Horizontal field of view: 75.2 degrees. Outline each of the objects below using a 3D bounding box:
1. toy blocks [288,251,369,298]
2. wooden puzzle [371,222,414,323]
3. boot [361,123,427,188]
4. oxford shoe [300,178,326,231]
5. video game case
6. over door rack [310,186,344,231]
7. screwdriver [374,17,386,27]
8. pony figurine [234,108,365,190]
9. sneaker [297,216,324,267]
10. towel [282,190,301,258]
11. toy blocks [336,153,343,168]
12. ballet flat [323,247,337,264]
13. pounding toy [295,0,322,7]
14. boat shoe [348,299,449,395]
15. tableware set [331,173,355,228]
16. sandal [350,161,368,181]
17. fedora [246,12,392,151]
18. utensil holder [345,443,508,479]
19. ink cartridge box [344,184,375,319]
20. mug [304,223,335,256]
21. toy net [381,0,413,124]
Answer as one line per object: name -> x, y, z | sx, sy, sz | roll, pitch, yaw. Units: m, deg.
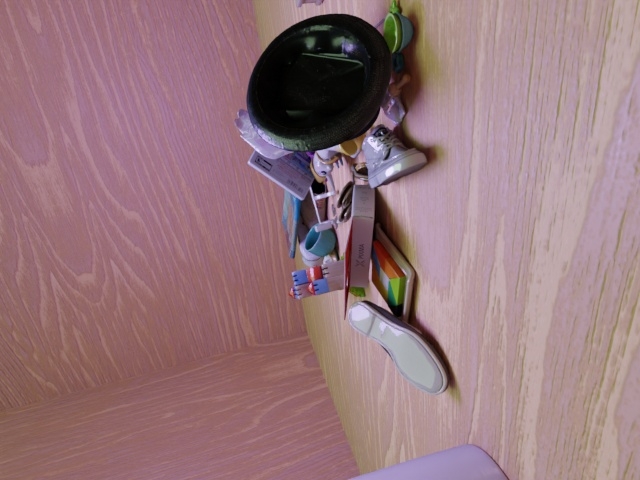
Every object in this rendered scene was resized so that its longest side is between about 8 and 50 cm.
toy blocks -> 0.011, 0.145, 1.542 | 0.381, 0.260, 0.191 | 137, 120, -78
wooden puzzle -> 0.187, 0.102, 1.142 | 0.239, 0.044, 0.221 | -114, 15, -49
boot -> 0.140, -0.190, 0.893 | 0.258, 0.095, 0.124 | 176, 75, -81
oxford shoe -> -0.032, -0.179, 1.787 | 0.130, 0.122, 0.349 | -127, 26, -60
video game case -> -0.099, -0.264, 1.315 | 0.023, 0.212, 0.194 | -7, 54, 60
over door rack -> 0.008, -0.164, 1.527 | 0.324, 0.108, 0.240 | -64, -43, -84
screwdriver -> 0.111, -0.469, 0.941 | 0.170, 0.024, 0.025 | -139, 67, -70
pony figurine -> -0.031, -0.321, 1.181 | 0.351, 0.302, 0.363 | 51, 164, -1
sneaker -> -0.052, -0.025, 2.022 | 0.210, 0.137, 0.366 | 82, 178, -57
towel -> -0.136, -0.138, 1.889 | 0.272, 0.040, 0.371 | -105, 18, -45
toy blocks -> 0.047, -0.325, 1.367 | 0.123, 0.054, 0.148 | 97, 159, -63
ballet flat -> 0.050, 0.109, 1.814 | 0.080, 0.073, 0.233 | 97, 159, -60
pounding toy -> -0.083, -0.822, 1.192 | 0.154, 0.154, 0.270 | -139, 37, -66
boat shoe -> 0.207, 0.253, 1.052 | 0.335, 0.095, 0.112 | 36, 112, 45
tableware set -> 0.085, -0.107, 1.240 | 0.039, 0.128, 0.194 | 30, 167, 14
sandal -> 0.125, -0.187, 1.107 | 0.180, 0.072, 0.049 | -114, 36, -64
fedora -> 0.008, -0.306, 0.885 | 0.152, 0.333, 0.335 | 28, -139, -59
utensil holder -> 0.184, 0.617, 0.816 | 0.327, 0.384, 0.329 | 168, 90, -79
ink cartridge box -> 0.109, 0.038, 1.170 | 0.297, 0.066, 0.261 | 88, -171, -46
mug -> 0.005, -0.003, 1.799 | 0.129, 0.097, 0.158 | -49, 27, 29
toy net -> 0.142, -0.347, 0.846 | 0.232, 0.045, 0.122 | 88, 165, -46
